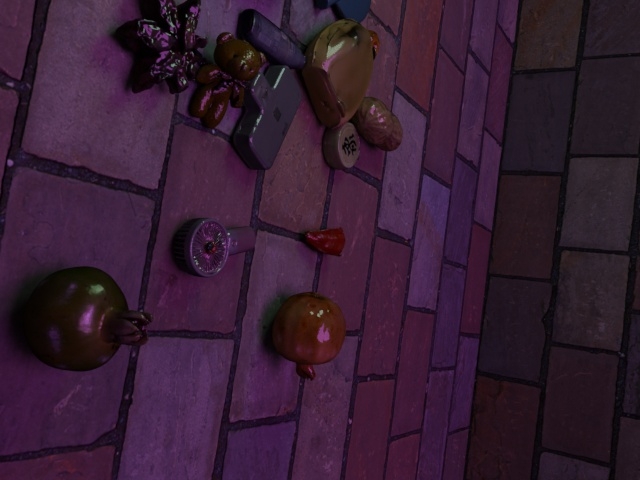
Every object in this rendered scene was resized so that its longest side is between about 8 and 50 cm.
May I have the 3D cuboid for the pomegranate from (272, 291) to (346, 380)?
[{"bbox_3d":[-0.033,0.236,1.682,0.207,0.207,0.207,-12,105,-57],"label":"pomegranate"}]

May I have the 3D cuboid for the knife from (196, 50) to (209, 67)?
[{"bbox_3d":[-0.268,-0.401,1.374,0.170,0.010,0.023,39,62,-53],"label":"knife"}]

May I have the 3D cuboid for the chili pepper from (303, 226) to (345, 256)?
[{"bbox_3d":[0.002,-0.004,1.823,0.169,0.065,0.088,9,86,-55],"label":"chili pepper"}]

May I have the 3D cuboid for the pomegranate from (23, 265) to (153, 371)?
[{"bbox_3d":[-0.394,0.126,1.066,0.179,0.210,0.179,32,47,-41],"label":"pomegranate"}]

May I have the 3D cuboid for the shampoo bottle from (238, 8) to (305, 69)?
[{"bbox_3d":[-0.115,-0.489,1.572,0.234,0.049,0.087,17,73,-58],"label":"shampoo bottle"}]

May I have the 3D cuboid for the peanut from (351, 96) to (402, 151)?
[{"bbox_3d":[0.184,-0.357,1.991,0.298,0.120,0.136,14,72,-65],"label":"peanut"}]

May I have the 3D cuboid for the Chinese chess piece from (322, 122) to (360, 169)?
[{"bbox_3d":[0.064,-0.282,1.883,0.144,0.058,0.144,-12,105,-58],"label":"Chinese chess piece"}]

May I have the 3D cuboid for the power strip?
[{"bbox_3d":[-0.139,-0.325,1.546,0.193,0.059,0.265,57,47,-50],"label":"power strip"}]

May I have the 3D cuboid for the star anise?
[{"bbox_3d":[-0.299,-0.400,1.243,0.214,0.099,0.220,-20,111,-59],"label":"star anise"}]

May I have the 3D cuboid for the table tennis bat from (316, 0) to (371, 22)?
[{"bbox_3d":[0.075,-0.736,1.857,0.329,0.044,0.215,-48,134,-47],"label":"table tennis bat"}]

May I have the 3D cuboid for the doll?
[{"bbox_3d":[-0.205,-0.346,1.393,0.137,0.097,0.209,28,86,-40],"label":"doll"}]

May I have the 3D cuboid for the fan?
[{"bbox_3d":[-0.228,0.007,1.435,0.244,0.074,0.130,-15,106,-57],"label":"fan"}]

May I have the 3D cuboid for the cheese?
[{"bbox_3d":[0.063,-0.499,1.799,0.316,0.128,0.259,-59,149,-28],"label":"cheese"}]

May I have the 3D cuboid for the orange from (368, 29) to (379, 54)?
[{"bbox_3d":[0.148,-0.613,1.971,0.086,0.062,0.086,-39,142,-40],"label":"orange"}]
